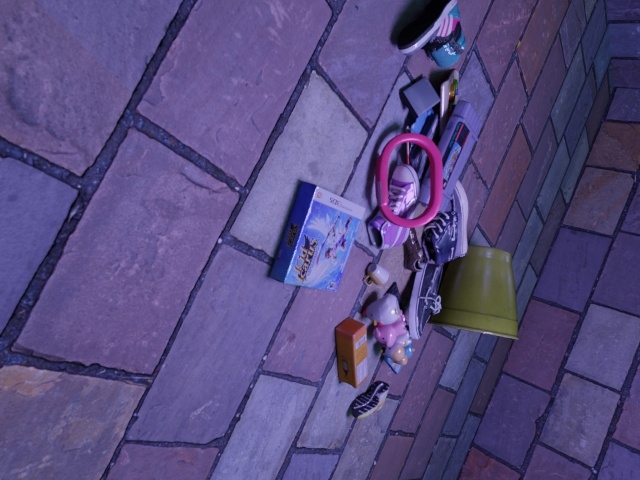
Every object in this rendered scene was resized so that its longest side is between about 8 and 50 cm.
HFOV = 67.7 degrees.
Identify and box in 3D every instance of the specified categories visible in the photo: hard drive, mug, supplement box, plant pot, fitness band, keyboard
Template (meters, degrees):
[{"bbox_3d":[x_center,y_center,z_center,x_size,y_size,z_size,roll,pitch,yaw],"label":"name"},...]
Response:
[{"bbox_3d":[0.316,-0.453,1.511,0.135,0.022,0.094,-40,100,-33],"label":"hard drive"},{"bbox_3d":[0.186,0.115,1.600,0.064,0.062,0.078,44,64,-41],"label":"mug"},{"bbox_3d":[0.107,0.379,1.602,0.080,0.078,0.233,-31,128,-43],"label":"supplement box"},{"bbox_3d":[0.666,0.210,2.017,0.367,0.367,0.352,21,77,-52],"label":"plant pot"},{"bbox_3d":[0.274,-0.184,1.475,0.209,0.054,0.290,-1,94,-13],"label":"fitness band"},{"bbox_3d":[0.274,0.249,1.792,0.108,0.023,0.180,-46,135,-28],"label":"keyboard"}]

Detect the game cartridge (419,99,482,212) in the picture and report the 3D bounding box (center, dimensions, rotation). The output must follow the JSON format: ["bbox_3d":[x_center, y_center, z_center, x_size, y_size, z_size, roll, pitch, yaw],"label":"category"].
[{"bbox_3d":[0.451,-0.277,1.647,0.230,0.068,0.354,9,104,-65],"label":"game cartridge"}]

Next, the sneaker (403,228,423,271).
[{"bbox_3d":[0.347,0.030,1.746,0.066,0.071,0.188,-35,130,-36],"label":"sneaker"}]

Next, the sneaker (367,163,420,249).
[{"bbox_3d":[0.229,-0.100,1.530,0.161,0.102,0.281,-15,117,-43],"label":"sneaker"}]

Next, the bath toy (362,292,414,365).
[{"bbox_3d":[0.245,0.325,1.713,0.348,0.129,0.151,63,21,-45],"label":"bath toy"}]

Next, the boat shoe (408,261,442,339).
[{"bbox_3d":[0.406,0.228,1.807,0.113,0.105,0.306,58,43,-50],"label":"boat shoe"}]

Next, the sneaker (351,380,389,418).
[{"bbox_3d":[0.193,0.622,1.804,0.209,0.082,0.094,-22,123,-44],"label":"sneaker"}]

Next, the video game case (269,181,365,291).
[{"bbox_3d":[0.000,0.000,1.327,0.244,0.061,0.269,17,92,-51],"label":"video game case"}]

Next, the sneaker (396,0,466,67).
[{"bbox_3d":[0.345,-0.597,1.448,0.295,0.124,0.178,-51,128,-25],"label":"sneaker"}]

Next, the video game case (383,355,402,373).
[{"bbox_3d":[0.313,0.459,1.932,0.119,0.015,0.166,-55,140,-19],"label":"video game case"}]

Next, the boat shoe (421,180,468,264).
[{"bbox_3d":[0.465,-0.066,1.815,0.158,0.127,0.340,-22,112,-24],"label":"boat shoe"}]

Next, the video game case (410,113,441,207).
[{"bbox_3d":[0.377,-0.269,1.651,0.196,0.026,0.274,-62,150,-20],"label":"video game case"}]

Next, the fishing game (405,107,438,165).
[{"bbox_3d":[0.333,-0.359,1.593,0.264,0.041,0.189,-42,136,-44],"label":"fishing game"}]

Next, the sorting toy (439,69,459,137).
[{"bbox_3d":[0.452,-0.472,1.647,0.208,0.038,0.192,-49,140,-51],"label":"sorting toy"}]
